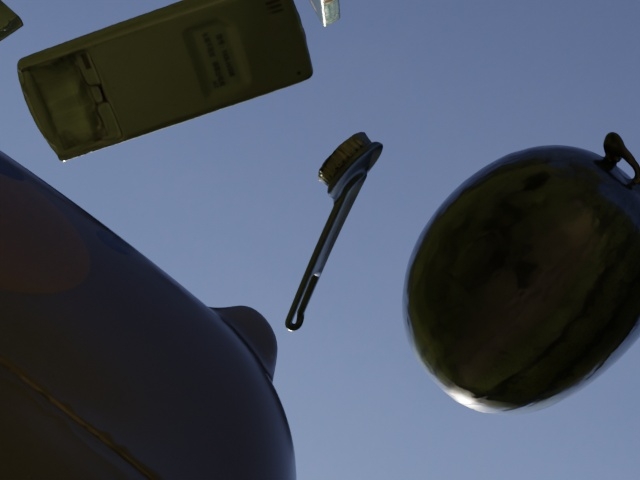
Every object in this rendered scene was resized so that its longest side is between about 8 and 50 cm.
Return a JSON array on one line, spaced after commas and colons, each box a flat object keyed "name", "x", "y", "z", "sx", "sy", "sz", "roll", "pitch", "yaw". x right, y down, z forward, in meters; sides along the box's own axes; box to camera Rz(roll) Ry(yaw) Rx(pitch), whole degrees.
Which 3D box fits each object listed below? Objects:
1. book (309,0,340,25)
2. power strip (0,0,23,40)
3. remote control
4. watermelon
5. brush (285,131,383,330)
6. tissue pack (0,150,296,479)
[{"name": "book", "x": -0.037, "y": -0.334, "z": 1.231, "sx": 0.027, "sy": 0.264, "sz": 0.202, "roll": -27, "pitch": -98, "yaw": -2}, {"name": "power strip", "x": -0.436, "y": -0.299, "z": 1.686, "sx": 0.136, "sy": 0.051, "sz": 0.019, "roll": 39, "pitch": -17, "yaw": 40}, {"name": "remote control", "x": -0.154, "y": -0.173, "z": 1.289, "sx": 0.285, "sy": 0.038, "sz": 0.123, "roll": -20, "pitch": -56, "yaw": 0}, {"name": "watermelon", "x": 0.255, "y": 0.038, "z": 1.511, "sx": 0.279, "sy": 0.279, "sz": 0.359, "roll": 44, "pitch": -67, "yaw": 3}, {"name": "brush", "x": 0.000, "y": 0.000, "z": 1.145, "sx": 0.027, "sy": 0.062, "sz": 0.266, "roll": 43, "pitch": -37, "yaw": 17}, {"name": "tissue pack", "x": -0.206, "y": 0.085, "z": 0.504, "sx": 0.387, "sy": 0.277, "sz": 0.267, "roll": 34, "pitch": -49, "yaw": 2}]
